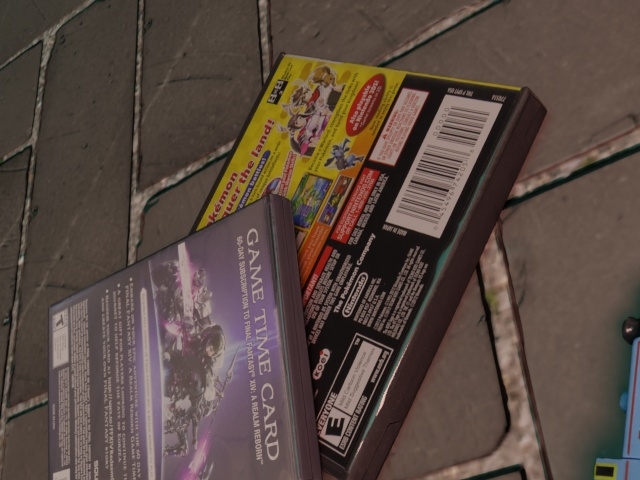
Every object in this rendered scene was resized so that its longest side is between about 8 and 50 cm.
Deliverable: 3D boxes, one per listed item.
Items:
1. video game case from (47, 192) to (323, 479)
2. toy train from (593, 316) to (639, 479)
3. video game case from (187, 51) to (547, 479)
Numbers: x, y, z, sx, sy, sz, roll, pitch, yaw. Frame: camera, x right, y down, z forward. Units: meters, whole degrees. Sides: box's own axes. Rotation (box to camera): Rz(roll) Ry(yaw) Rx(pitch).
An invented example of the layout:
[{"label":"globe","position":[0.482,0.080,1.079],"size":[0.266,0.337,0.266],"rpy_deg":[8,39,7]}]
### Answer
[{"label":"video game case","position":[-0.116,0.103,0.640],"size":[0.274,0.026,0.196],"rpy_deg":[-24,63,36]},{"label":"toy train","position":[0.185,0.090,0.401],"size":[0.105,0.080,0.184],"rpy_deg":[-8,62,44]},{"label":"video game case","position":[0.000,0.000,0.634],"size":[0.248,0.035,0.275],"rpy_deg":[20,82,44]}]
